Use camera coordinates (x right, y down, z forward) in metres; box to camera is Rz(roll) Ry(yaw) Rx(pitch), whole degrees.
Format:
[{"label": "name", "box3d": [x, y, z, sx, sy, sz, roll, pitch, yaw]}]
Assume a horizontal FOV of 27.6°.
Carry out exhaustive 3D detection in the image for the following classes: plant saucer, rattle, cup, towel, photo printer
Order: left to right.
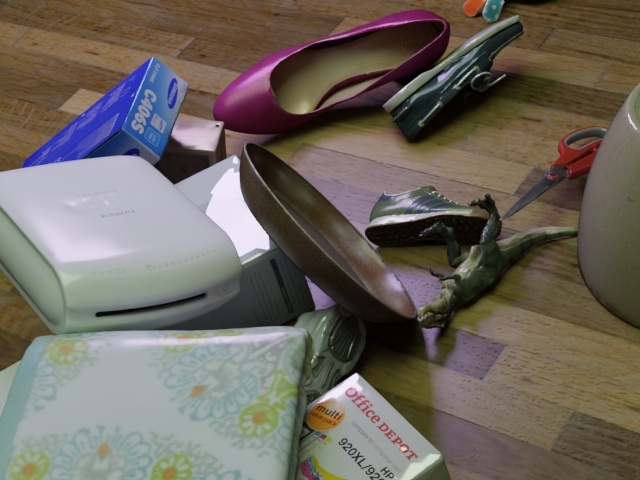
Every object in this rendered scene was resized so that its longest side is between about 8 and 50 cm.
[{"label": "photo printer", "box3d": [-0.262, 0.007, 1.604, 0.256, 0.107, 0.307, -11, 34, -33]}, {"label": "towel", "box3d": [-0.183, 0.243, 1.331, 0.321, 0.090, 0.374, 0, 46, 9]}, {"label": "plant saucer", "box3d": [0.000, 0.000, 1.662, 0.050, 0.310, 0.310, -45, 41, 10]}, {"label": "rattle", "box3d": [0.326, -0.460, 2.141, 0.200, 0.142, 0.130, -19, 59, -9]}, {"label": "cup", "box3d": [0.468, -0.078, 1.594, 0.331, 0.237, 0.331, -11, 41, 10]}]

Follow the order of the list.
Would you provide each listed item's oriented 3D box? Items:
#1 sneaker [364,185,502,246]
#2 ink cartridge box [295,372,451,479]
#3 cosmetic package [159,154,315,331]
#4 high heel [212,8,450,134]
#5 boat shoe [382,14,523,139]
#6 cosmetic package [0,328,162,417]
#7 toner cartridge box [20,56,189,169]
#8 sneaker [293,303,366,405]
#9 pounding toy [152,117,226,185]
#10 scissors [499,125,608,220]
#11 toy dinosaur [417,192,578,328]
[{"label": "sneaker", "box3d": [0.158, -0.043, 1.799, 0.192, 0.064, 0.086, -4, 48, 21]}, {"label": "ink cartridge box", "box3d": [0.012, 0.298, 1.406, 0.233, 0.168, 0.171, -33, 43, -15]}, {"label": "cosmetic package", "box3d": [-0.160, 0.034, 1.780, 0.225, 0.138, 0.224, -25, 42, -9]}, {"label": "high heel", "box3d": [0.014, -0.267, 1.999, 0.377, 0.127, 0.181, -25, 0, -10]}, {"label": "boat shoe", "box3d": [0.214, -0.250, 1.977, 0.254, 0.079, 0.095, -37, 3, -13]}, {"label": "cosmetic package", "box3d": [-0.317, 0.252, 1.523, 0.365, 0.155, 0.197, -31, 44, -25]}, {"label": "toner cartridge box", "box3d": [-0.347, -0.119, 1.935, 0.348, 0.075, 0.165, -30, 33, 38]}, {"label": "sneaker", "box3d": [-0.035, 0.181, 1.630, 0.115, 0.090, 0.232, -4, 43, 49]}, {"label": "pounding toy", "box3d": [-0.211, -0.121, 1.989, 0.130, 0.141, 0.100, 6, 45, 6]}, {"label": "scissors", "box3d": [0.317, -0.093, 1.768, 0.297, 0.021, 0.109, -23, 45, -31]}, {"label": "toy dinosaur", "box3d": [0.206, 0.012, 1.703, 0.268, 0.118, 0.064, -33, 4, -19]}]
